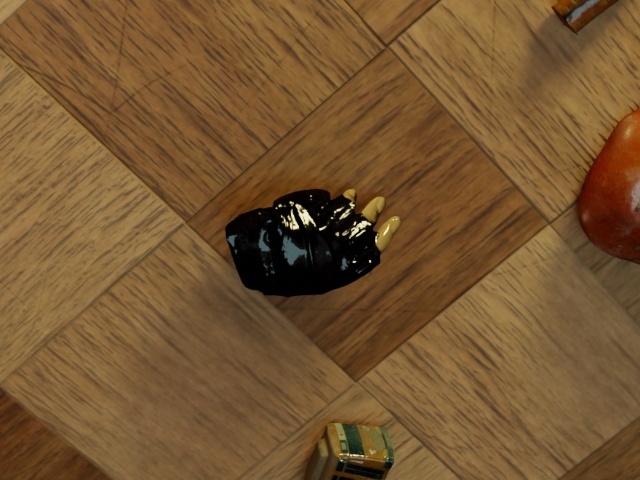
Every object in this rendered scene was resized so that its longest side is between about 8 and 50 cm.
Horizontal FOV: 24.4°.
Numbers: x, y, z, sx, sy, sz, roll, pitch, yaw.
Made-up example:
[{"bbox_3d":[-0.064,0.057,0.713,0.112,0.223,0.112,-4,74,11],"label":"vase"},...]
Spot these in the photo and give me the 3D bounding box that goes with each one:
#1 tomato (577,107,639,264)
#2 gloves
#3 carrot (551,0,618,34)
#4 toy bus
[{"bbox_3d":[0.446,-0.058,1.879,0.237,0.095,0.237,-3,116,-7],"label":"tomato"},{"bbox_3d":[0.000,0.000,1.836,0.203,0.124,0.164,-14,136,7],"label":"gloves"},{"bbox_3d":[0.346,-0.303,1.771,0.139,0.048,0.048,-36,116,8],"label":"carrot"},{"bbox_3d":[0.027,0.337,2.012,0.103,0.091,0.182,14,115,-15],"label":"toy bus"}]
